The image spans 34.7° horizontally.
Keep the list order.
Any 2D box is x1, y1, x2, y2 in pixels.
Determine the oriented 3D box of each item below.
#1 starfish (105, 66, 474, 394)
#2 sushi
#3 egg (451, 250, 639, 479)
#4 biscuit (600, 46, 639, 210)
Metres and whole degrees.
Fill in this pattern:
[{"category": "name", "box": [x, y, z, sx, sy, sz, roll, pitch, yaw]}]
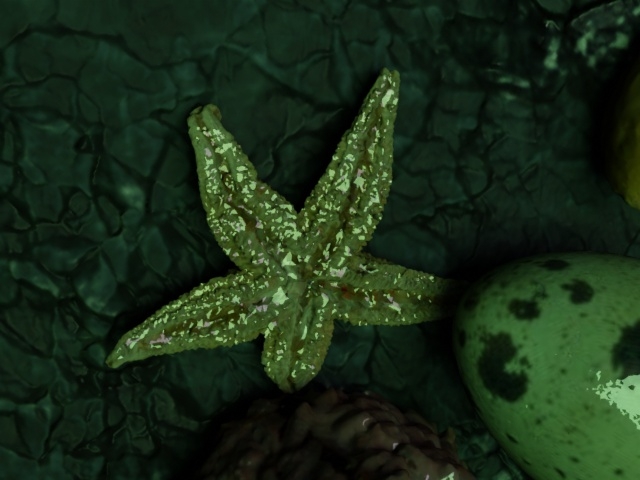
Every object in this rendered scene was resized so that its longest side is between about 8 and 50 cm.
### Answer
[{"category": "starfish", "box": [0.002, 0.001, 0.689, 0.295, 0.048, 0.231, -4, 106, -19]}, {"category": "sushi", "box": [0.011, 0.239, 0.689, 0.270, 0.171, 0.236, -45, 116, -2]}, {"category": "egg", "box": [0.193, 0.092, 0.712, 0.228, 0.177, 0.177, 30, 94, -18]}, {"category": "biscuit", "box": [0.344, -0.096, 0.758, 0.274, 0.091, 0.213, 7, 105, -19]}]
